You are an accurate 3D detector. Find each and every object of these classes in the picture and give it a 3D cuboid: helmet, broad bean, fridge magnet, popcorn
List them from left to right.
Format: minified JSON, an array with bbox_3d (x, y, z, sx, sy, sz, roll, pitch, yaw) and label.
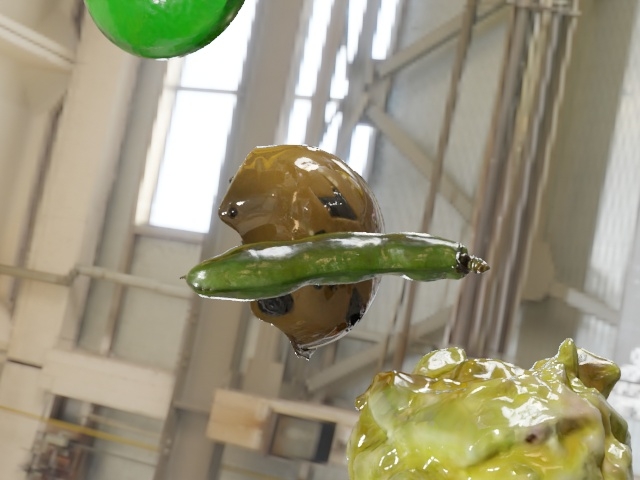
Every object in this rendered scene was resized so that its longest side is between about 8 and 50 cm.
[{"bbox_3d":[-0.145,-0.276,1.101,0.088,0.208,0.208,-1,-82,-63],"label":"fridge magnet"},{"bbox_3d":[0.000,0.000,1.173,0.224,0.130,0.198,66,-156,-13],"label":"helmet"},{"bbox_3d":[0.010,0.019,0.954,0.065,0.254,0.046,-96,2,-57],"label":"broad bean"},{"bbox_3d":[0.114,0.149,0.736,0.167,0.185,0.187,46,-157,-35],"label":"popcorn"}]
